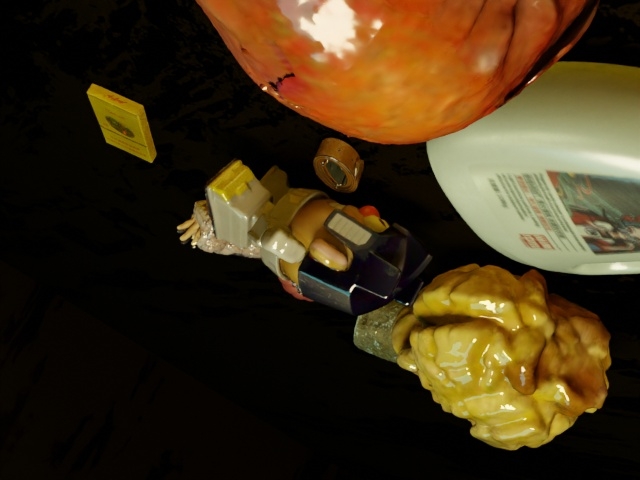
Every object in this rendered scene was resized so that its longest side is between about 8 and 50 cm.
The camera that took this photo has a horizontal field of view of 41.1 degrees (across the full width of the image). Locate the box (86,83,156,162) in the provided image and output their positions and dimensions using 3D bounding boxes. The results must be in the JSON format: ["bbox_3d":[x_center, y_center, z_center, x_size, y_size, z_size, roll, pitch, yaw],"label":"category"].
[{"bbox_3d":[-0.302,-0.177,1.308,0.087,0.023,0.155,28,160,7],"label":"box"}]

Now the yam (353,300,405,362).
[{"bbox_3d":[0.142,0.157,1.441,0.194,0.107,0.107,14,156,35],"label":"yam"}]

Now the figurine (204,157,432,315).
[{"bbox_3d":[0.001,0.002,1.123,0.308,0.308,0.143,24,119,10],"label":"figurine"}]

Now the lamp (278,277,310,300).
[{"bbox_3d":[-0.017,0.049,1.391,0.108,0.092,0.107,5,127,7],"label":"lamp"}]

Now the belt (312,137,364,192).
[{"bbox_3d":[0.025,-0.095,1.078,0.059,0.036,0.083,10,155,24],"label":"belt"}]

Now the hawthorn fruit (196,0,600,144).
[{"bbox_3d":[0.034,-0.210,0.519,0.276,0.276,0.307,40,-175,-30],"label":"hawthorn fruit"}]

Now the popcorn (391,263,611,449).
[{"bbox_3d":[0.225,0.145,1.159,0.332,0.225,0.265,24,168,46],"label":"popcorn"}]

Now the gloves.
[{"bbox_3d":[-0.154,-0.017,1.408,0.144,0.094,0.110,22,180,-44],"label":"gloves"}]

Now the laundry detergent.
[{"bbox_3d":[0.311,-0.048,0.717,0.398,0.124,0.264,4,148,43],"label":"laundry detergent"}]
